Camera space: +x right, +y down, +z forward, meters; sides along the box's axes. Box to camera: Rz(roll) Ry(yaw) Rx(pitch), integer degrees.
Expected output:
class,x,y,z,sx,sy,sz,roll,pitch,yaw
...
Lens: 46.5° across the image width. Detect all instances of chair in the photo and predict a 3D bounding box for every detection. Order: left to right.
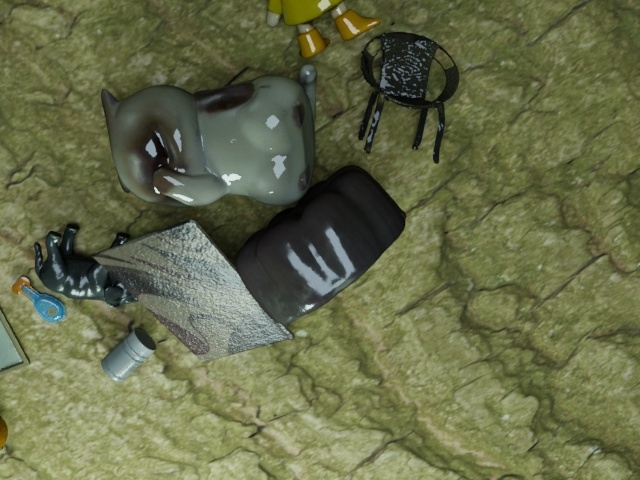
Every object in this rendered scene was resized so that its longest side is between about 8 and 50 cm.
class,x,y,z,sx,sy,sz,roll,pitch,yaw
chair,0.146,-0.252,1.282,0.174,0.149,0.213,8,101,-7

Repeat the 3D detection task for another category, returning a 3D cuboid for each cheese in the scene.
class,x,y,z,sx,sy,sz,roll,pitch,yaw
cheese,-0.518,0.112,1.376,0.111,0.017,0.047,43,94,-16

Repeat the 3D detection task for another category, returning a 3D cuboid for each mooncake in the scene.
class,x,y,z,sx,sy,sz,roll,pitch,yaw
mooncake,0.000,0.000,1.259,0.306,0.306,0.154,-36,99,5

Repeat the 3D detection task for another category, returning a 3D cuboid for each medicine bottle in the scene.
class,x,y,z,sx,sy,sz,roll,pitch,yaw
medicine bottle,-0.361,0.216,1.401,0.091,0.058,0.058,-43,106,7

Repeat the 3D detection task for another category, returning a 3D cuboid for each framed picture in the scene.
class,x,y,z,sx,sy,sz,roll,pitch,yaw
framed picture,-0.666,0.209,1.392,0.201,0.010,0.136,-21,108,1

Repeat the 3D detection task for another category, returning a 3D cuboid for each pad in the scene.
class,x,y,z,sx,sy,sz,roll,pitch,yaw
pad,-0.216,0.102,1.313,0.220,0.004,0.330,-18,130,25

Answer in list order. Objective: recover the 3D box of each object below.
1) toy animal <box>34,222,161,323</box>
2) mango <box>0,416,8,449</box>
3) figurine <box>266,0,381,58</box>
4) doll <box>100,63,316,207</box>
class,x,y,z,sx,sy,sz,roll,pitch,yaw
toy animal,-0.383,0.057,1.344,0.269,0.082,0.137,20,106,-17
mango,-0.671,0.371,1.397,0.165,0.089,0.115,-17,106,2
figurine,-0.042,-0.469,1.185,0.215,0.187,0.344,-25,114,14
doll,-0.168,-0.161,1.230,0.370,0.226,0.215,-11,127,-5
